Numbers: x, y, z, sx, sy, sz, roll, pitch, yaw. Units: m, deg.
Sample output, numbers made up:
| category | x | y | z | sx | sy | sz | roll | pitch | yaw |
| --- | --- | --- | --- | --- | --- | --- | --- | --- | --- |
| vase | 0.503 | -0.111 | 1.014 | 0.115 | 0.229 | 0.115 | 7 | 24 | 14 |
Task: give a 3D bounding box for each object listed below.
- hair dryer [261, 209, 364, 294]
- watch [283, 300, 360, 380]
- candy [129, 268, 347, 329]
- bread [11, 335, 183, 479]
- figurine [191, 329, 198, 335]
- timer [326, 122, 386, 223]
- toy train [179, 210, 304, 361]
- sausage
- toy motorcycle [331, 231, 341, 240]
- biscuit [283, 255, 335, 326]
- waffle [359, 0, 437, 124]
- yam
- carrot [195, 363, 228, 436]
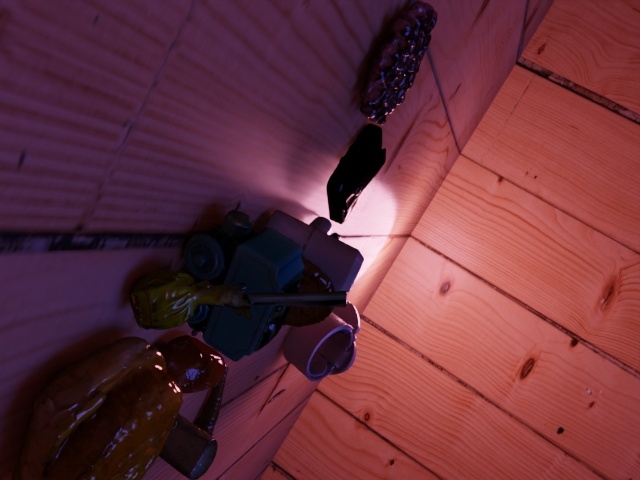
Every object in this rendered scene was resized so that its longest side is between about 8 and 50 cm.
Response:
| category | x | y | z | sx | sy | sz | roll | pitch | yaw |
| --- | --- | --- | --- | --- | --- | --- | --- | --- | --- |
| hair dryer | 0.000 | 0.000 | 1.055 | 0.107 | 0.173 | 0.357 | -63 | 178 | 17 |
| watch | 0.001 | 0.282 | 1.674 | 0.244 | 0.196 | 0.231 | -59 | 145 | 3 |
| candy | -0.099 | 0.068 | 0.673 | 0.077 | 0.262 | 0.073 | -82 | 171 | -77 |
| bread | -0.265 | 0.232 | 0.674 | 0.198 | 0.120 | 0.236 | -37 | 156 | -60 |
| figurine | -0.178 | 0.116 | 0.896 | 0.050 | 0.047 | 0.083 | -48 | 179 | 27 |
| timer | 0.078 | -0.135 | 1.141 | 0.187 | 0.055 | 0.144 | -56 | 159 | -23 |
| toy train | -0.113 | 0.063 | 0.762 | 0.107 | 0.154 | 0.198 | -37 | 154 | -62 |
| sausage | -0.203 | 0.199 | 0.885 | 0.089 | 0.089 | 0.179 | -56 | 166 | -7 |
| toy motorcycle | -0.030 | 0.073 | 1.234 | 0.215 | 0.080 | 0.122 | -48 | 162 | -16 |
| biscuit | -0.066 | 0.075 | 0.892 | 0.188 | 0.188 | 0.027 | 106 | 2 | -50 |
| waffle | 0.137 | -0.316 | 0.999 | 0.234 | 0.055 | 0.221 | -47 | 162 | -52 |
| yam | -0.230 | 0.275 | 0.808 | 0.068 | 0.169 | 0.068 | -48 | 154 | -33 |
| carrot | -0.243 | 0.372 | 1.233 | 0.049 | 0.049 | 0.254 | -30 | 146 | -62 |
